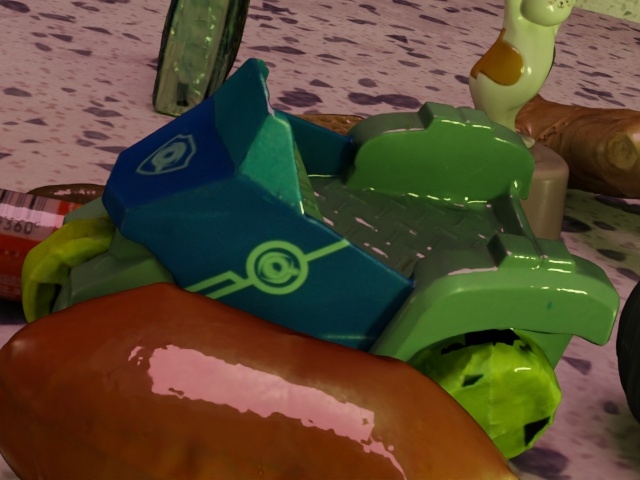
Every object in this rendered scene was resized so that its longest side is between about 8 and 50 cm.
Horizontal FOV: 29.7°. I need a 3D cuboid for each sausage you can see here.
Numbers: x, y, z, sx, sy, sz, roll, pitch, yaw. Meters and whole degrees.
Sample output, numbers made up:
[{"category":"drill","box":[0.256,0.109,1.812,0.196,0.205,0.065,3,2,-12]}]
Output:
[{"category":"sausage","box":[-0.260,-0.006,0.777,0.274,0.074,0.074,10,21,-9]},{"category":"sausage","box":[-0.035,0.103,0.577,0.258,0.133,0.133,19,21,2]}]

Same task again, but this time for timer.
[{"category":"timer","box":[0.176,-0.141,1.127,0.175,0.266,0.175,12,22,-5]}]

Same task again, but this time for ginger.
[{"category":"ginger","box":[0.304,-0.091,1.260,0.348,0.122,0.363,12,8,20]}]

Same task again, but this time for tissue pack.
[{"category":"tissue pack","box":[-0.123,-0.246,1.330,0.073,0.173,0.235,14,22,-3]}]

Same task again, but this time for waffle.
[{"category":"waffle","box":[0.018,-0.113,1.297,0.135,0.021,0.092,-4,29,-41]}]

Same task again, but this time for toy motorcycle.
[{"category":"toy motorcycle","box":[0.000,0.000,0.711,0.326,0.200,0.191,8,35,-22]}]

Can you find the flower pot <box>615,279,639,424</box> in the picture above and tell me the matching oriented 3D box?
[{"category":"flower pot","box":[0.306,0.093,0.774,0.189,0.157,0.243,-10,32,-44]}]

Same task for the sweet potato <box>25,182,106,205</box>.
[{"category":"sweet potato","box":[-0.105,-0.020,0.939,0.249,0.059,0.069,6,3,-12]}]
